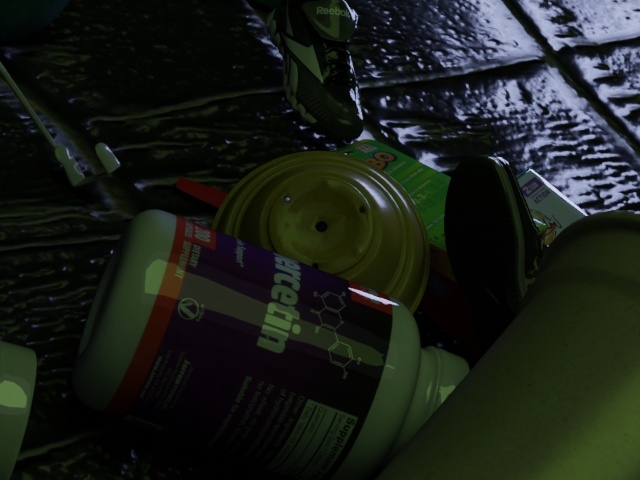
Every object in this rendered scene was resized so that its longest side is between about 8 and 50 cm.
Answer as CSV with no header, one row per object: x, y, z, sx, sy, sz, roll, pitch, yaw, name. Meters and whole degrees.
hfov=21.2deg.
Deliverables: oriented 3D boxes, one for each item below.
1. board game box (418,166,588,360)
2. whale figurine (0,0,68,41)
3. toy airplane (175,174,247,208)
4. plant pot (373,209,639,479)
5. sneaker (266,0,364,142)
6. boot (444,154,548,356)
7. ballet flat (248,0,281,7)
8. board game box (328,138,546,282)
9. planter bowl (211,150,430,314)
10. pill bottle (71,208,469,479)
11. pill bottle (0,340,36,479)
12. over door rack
0.269,0.084,1.789,0.316,0.064,0.242,42,41,13,board game box
-0.367,-0.295,1.762,0.216,0.141,0.272,-5,28,-44,whale figurine
-0.082,-0.020,1.709,0.151,0.028,0.151,16,42,-15,toy airplane
0.207,0.195,1.355,0.305,0.334,0.334,-36,72,-29,plant pot
0.002,-0.212,1.887,0.078,0.106,0.234,5,44,-26,sneaker
0.214,0.017,1.649,0.178,0.085,0.236,-22,101,-45,boot
-0.107,-0.332,1.967,0.280,0.095,0.096,5,34,-27,ballet flat
0.094,-0.036,1.758,0.124,0.039,0.259,-21,40,-38,board game box
0.000,0.000,1.612,0.217,0.090,0.217,1,71,-2,planter bowl
-0.041,0.106,1.488,0.323,0.181,0.181,20,41,-12,pill bottle
-0.361,0.113,1.310,0.264,0.153,0.153,16,42,-18,pill bottle
-0.383,-0.118,1.582,0.324,0.108,0.239,48,43,0,over door rack
